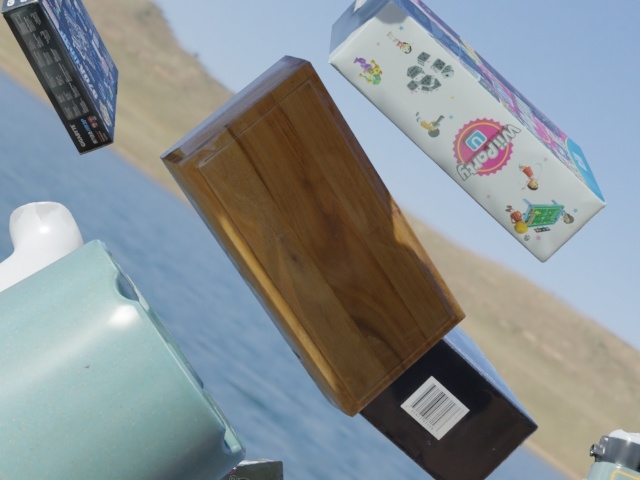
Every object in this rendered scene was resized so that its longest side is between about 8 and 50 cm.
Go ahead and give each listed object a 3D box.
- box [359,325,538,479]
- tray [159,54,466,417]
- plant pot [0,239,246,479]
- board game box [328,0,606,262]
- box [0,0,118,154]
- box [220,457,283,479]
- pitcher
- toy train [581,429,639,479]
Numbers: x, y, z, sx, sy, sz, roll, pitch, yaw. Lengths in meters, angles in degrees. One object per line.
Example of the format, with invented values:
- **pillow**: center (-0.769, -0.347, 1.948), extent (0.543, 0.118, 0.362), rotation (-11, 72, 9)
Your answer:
- **box**: center (0.135, 0.192, 2.513), extent (0.343, 0.179, 0.312), rotation (43, 6, -26)
- **tray**: center (0.000, 0.000, 1.921), extent (0.411, 0.203, 0.076), rotation (57, -16, -27)
- **plant pot**: center (-0.273, 0.191, 1.458), extent (0.341, 0.334, 0.341), rotation (54, -4, 6)
- **board game box**: center (0.150, -0.138, 1.648), extent (0.303, 0.097, 0.224), rotation (42, 15, -12)
- **box**: center (-0.319, -0.244, 1.942), extent (0.175, 0.051, 0.220), rotation (-97, 166, -52)
- **box**: center (-0.091, 0.299, 1.892), extent (0.083, 0.062, 0.052), rotation (-3, -2, -28)
- **pitcher**: center (-0.303, 0.087, 1.709), extent (0.178, 0.125, 0.207), rotation (59, 26, -33)
- **toy train**: center (0.424, 0.428, 2.161), extent (0.190, 0.334, 0.142), rotation (22, -12, -2)
